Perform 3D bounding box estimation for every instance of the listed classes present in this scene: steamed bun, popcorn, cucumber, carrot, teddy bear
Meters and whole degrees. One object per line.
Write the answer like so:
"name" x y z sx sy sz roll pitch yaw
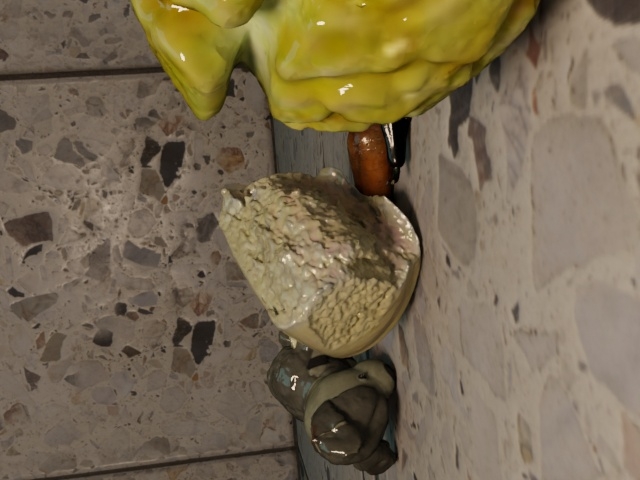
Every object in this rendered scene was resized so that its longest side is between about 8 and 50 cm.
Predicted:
"steamed bun" 0.000 0.000 0.754 0.225 0.170 0.200 49 -170 36
"popcorn" 0.011 -0.206 0.406 0.247 0.281 0.282 85 174 -47
"cucumber" 0.079 -0.142 0.727 0.038 0.043 0.164 -7 92 40
"carrot" 0.065 -0.067 0.820 0.055 0.055 0.162 -113 13 -65
"teddy bear" 0.040 0.223 0.925 0.171 0.144 0.251 51 171 -33
